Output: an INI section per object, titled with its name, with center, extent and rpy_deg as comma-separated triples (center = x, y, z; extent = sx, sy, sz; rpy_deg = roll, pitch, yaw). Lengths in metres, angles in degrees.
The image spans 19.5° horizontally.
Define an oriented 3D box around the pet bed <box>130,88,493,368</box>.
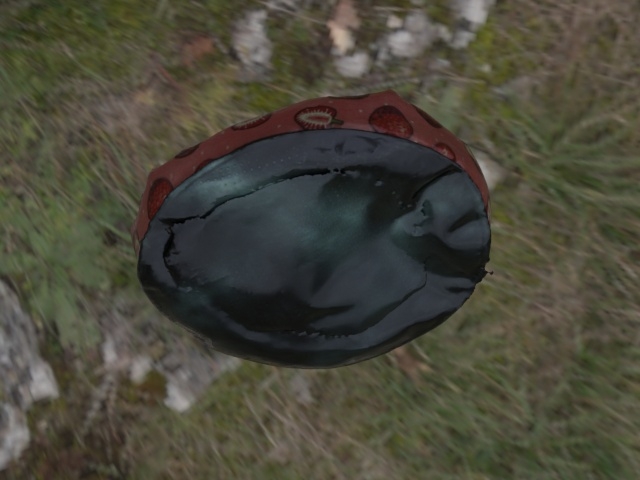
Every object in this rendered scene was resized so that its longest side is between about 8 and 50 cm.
[pet bed]
center = 0.000, 0.000, 1.014
extent = 0.201, 0.053, 0.201
rpy_deg = -4, 137, -4
